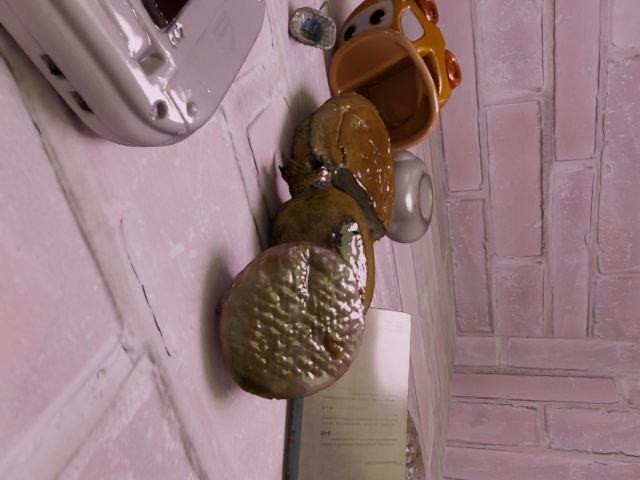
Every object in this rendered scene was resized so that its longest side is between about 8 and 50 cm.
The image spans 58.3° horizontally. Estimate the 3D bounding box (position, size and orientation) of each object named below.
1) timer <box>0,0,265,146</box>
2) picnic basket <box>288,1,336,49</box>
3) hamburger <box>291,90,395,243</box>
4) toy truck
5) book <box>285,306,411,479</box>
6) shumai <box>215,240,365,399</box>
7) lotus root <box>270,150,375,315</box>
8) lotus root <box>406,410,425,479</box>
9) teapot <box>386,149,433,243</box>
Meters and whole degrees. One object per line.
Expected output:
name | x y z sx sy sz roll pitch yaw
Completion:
timer | -0.139 -0.221 0.467 0.237 0.086 0.262 64 38 -48
picnic basket | -0.010 -0.338 0.922 0.083 0.083 0.065 3 -102 66
hamburger | 0.053 -0.131 1.002 0.309 0.132 0.211 55 40 -56
toy truck | 0.146 -0.341 1.140 0.288 0.204 0.211 61 38 -14
book | 0.053 0.242 0.906 0.214 0.025 0.283 13 75 -26
shumai | -0.042 0.099 0.716 0.201 0.120 0.202 -2 93 -27
lotus root | 0.002 0.000 0.824 0.154 0.153 0.278 -11 92 -71
lotus root | 0.092 0.371 1.009 0.175 0.174 0.350 -33 113 -69
teapot | 0.172 -0.153 1.325 0.220 0.149 0.319 13 76 -64
